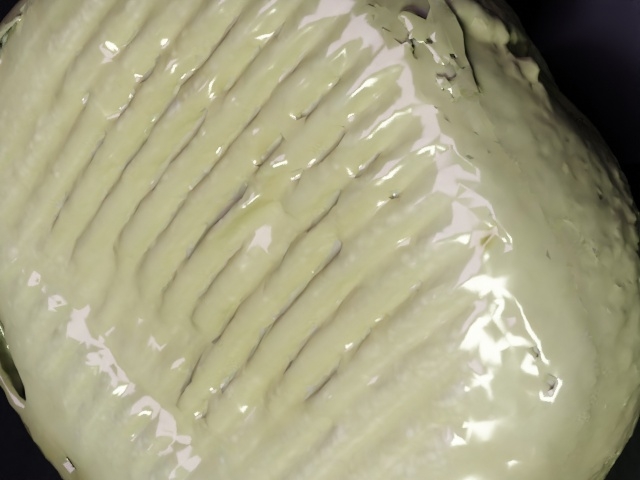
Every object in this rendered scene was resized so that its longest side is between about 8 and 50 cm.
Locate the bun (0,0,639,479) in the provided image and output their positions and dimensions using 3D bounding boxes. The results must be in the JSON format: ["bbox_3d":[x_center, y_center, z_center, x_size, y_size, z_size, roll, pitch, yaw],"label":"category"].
[{"bbox_3d":[0.000,0.000,0.723,0.359,0.211,0.360,9,105,35],"label":"bun"}]
